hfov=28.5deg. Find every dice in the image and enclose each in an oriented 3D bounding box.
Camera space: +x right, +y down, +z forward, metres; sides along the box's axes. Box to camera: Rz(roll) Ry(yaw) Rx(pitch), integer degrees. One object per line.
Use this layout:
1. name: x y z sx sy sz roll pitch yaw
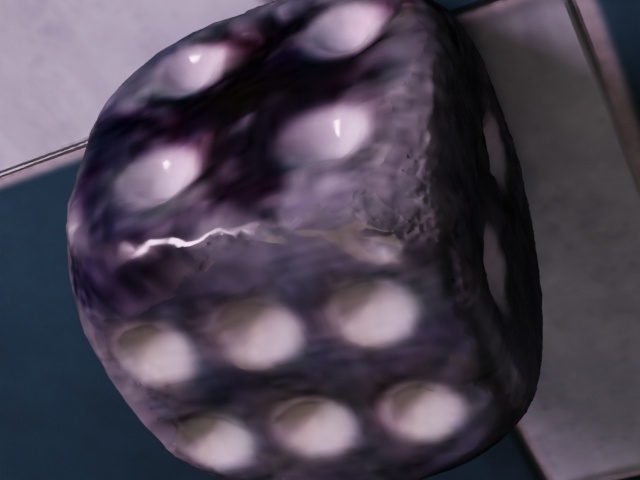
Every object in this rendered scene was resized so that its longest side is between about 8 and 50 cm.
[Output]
1. dice: 0.000 0.000 0.602 0.182 0.183 0.181 -13 130 20
